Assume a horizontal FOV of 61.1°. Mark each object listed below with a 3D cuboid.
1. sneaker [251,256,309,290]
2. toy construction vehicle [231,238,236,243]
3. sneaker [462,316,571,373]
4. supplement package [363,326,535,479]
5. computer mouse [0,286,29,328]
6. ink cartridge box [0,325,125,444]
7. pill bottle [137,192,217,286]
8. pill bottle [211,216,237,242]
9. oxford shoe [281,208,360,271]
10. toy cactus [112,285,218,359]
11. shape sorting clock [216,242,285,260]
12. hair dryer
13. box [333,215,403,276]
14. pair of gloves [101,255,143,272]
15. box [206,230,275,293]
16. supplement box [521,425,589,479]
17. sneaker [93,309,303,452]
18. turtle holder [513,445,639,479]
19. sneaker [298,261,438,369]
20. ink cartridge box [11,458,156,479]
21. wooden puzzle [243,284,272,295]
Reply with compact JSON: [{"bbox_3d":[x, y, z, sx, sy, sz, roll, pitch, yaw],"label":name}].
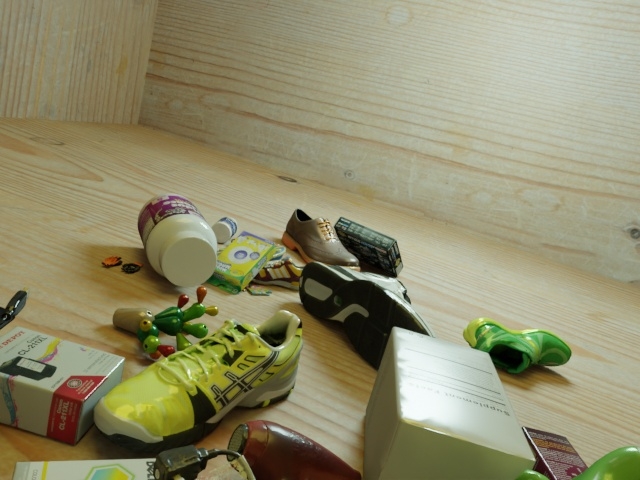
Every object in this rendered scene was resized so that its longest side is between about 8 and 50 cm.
[{"bbox_3d":[-0.116,0.076,1.455,0.185,0.084,0.069,11,15,-16],"label":"sneaker"},{"bbox_3d":[-0.226,0.011,1.699,0.085,0.035,0.098,6,11,8],"label":"toy construction vehicle"},{"bbox_3d":[0.487,0.278,1.332,0.295,0.109,0.124,13,38,-16],"label":"sneaker"},{"bbox_3d":[0.168,0.282,0.802,0.175,0.178,0.293,16,15,2],"label":"supplement package"},{"bbox_3d":[-0.476,0.111,0.749,0.060,0.184,0.262,51,-2,-13],"label":"computer mouse"},{"bbox_3d":[-0.389,0.198,0.762,0.175,0.072,0.127,16,16,1],"label":"ink cartridge box"},{"bbox_3d":[-0.352,-0.002,1.344,0.169,0.169,0.301,7,17,-28],"label":"pill bottle"},{"bbox_3d":[-0.301,-0.038,1.719,0.067,0.067,0.120,15,15,1],"label":"pill bottle"},{"bbox_3d":[0.000,0.000,1.753,0.129,0.133,0.363,1,20,-43],"label":"oxford shoe"},{"bbox_3d":[-0.299,0.149,1.010,0.180,0.112,0.219,7,22,8],"label":"toy cactus"},{"bbox_3d":[-0.200,0.032,1.523,0.206,0.040,0.206,0,9,0],"label":"shape sorting clock"},{"bbox_3d":[-0.052,0.325,0.659,0.293,0.080,0.224,-2,49,-52],"label":"hair dryer"},{"bbox_3d":[0.160,0.022,1.804,0.220,0.051,0.175,24,-23,30],"label":"box"},{"bbox_3d":[-0.478,0.058,1.308,0.083,0.010,0.074,18,14,2],"label":"pair of gloves"},{"bbox_3d":[-0.206,0.056,1.386,0.105,0.043,0.179,21,49,22],"label":"box"},{"bbox_3d":[0.343,0.374,0.786,0.080,0.104,0.188,14,15,-5],"label":"supplement box"},{"bbox_3d":[-0.172,0.196,0.843,0.145,0.147,0.384,26,19,29],"label":"sneaker"},{"bbox_3d":[0.234,0.334,0.480,0.320,0.243,0.227,-32,60,-19],"label":"turtle holder"},{"bbox_3d":[0.167,0.157,1.275,0.257,0.169,0.447,2,17,-36],"label":"sneaker"},{"bbox_3d":[-0.224,0.296,0.585,0.209,0.062,0.109,9,16,-23],"label":"ink cartridge box"},{"bbox_3d":[-0.161,0.126,1.379,0.083,0.006,0.049,5,18,-34],"label":"wooden puzzle"}]
